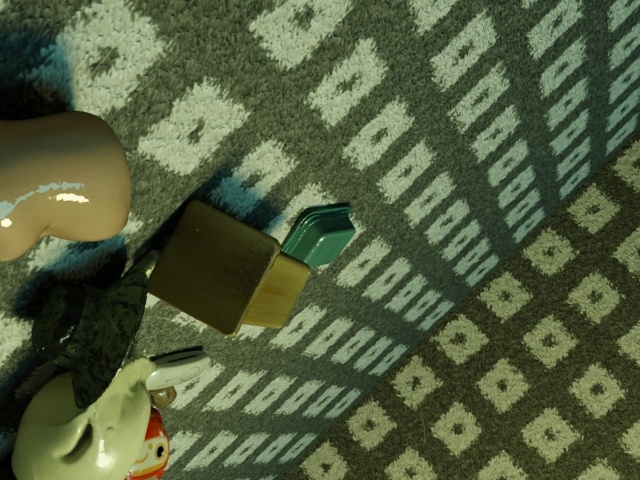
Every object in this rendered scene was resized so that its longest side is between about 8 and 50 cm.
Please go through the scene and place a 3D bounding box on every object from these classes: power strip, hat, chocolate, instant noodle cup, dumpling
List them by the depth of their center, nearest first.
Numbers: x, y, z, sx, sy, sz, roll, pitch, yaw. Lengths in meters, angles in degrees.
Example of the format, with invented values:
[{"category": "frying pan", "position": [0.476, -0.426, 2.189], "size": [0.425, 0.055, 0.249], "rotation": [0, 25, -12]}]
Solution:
[{"category": "hat", "position": [-0.394, 0.140, 1.275], "size": [0.128, 0.265, 0.265], "rotation": [25, 115, -27]}, {"category": "power strip", "position": [-0.288, 0.069, 1.465], "size": [0.081, 0.035, 0.192], "rotation": [-46, 157, 6]}, {"category": "dumpling", "position": [-0.431, 0.361, 1.492], "size": [0.395, 0.233, 0.315], "rotation": [-53, 171, 30]}, {"category": "instant noodle cup", "position": [0.000, 0.000, 1.765], "size": [0.179, 0.070, 0.157], "rotation": [-11, 143, -52]}, {"category": "chocolate", "position": [-0.367, 0.369, 1.854], "size": [0.064, 0.031, 0.100], "rotation": [-37, 155, -25]}]

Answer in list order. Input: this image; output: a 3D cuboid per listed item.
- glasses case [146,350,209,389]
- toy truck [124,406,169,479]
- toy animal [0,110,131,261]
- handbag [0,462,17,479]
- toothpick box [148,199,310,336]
[{"category": "glasses case", "position": [-0.329, 0.292, 1.758], "size": [0.197, 0.049, 0.076], "rotation": [-3, 134, -56]}, {"category": "toy truck", "position": [-0.433, 0.530, 1.761], "size": [0.189, 0.239, 0.265], "rotation": [-3, 134, -57]}, {"category": "toy animal", "position": [-0.360, -0.074, 0.946], "size": [0.256, 0.195, 0.213], "rotation": [-19, 172, -41]}, {"category": "handbag", "position": [-0.653, 0.559, 1.625], "size": [0.257, 0.113, 0.285], "rotation": [-29, 147, -42]}, {"category": "toothpick box", "position": [-0.149, 0.067, 1.471], "size": [0.187, 0.190, 0.308], "rotation": [-65, 163, -2]}]
